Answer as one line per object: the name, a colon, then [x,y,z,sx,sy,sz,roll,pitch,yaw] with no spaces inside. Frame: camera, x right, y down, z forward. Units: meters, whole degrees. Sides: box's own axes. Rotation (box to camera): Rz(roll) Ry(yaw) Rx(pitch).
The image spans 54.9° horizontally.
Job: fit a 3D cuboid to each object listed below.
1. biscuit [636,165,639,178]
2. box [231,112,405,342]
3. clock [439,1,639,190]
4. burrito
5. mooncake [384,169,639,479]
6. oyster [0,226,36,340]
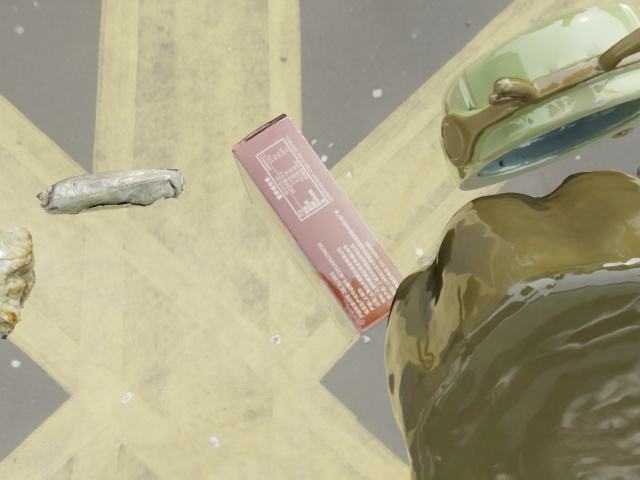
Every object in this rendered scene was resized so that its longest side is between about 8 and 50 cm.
biscuit: [0.222,-0.125,0.277,0.108,0.062,0.238,-13,121,-22]
box: [0.000,0.000,1.176,0.122,0.344,0.385,-34,80,-7]
clock: [0.227,-0.141,0.605,0.235,0.308,0.096,-20,83,13]
burrito: [-0.271,-0.063,0.800,0.188,0.045,0.058,-6,35,-10]
mooncake: [0.247,0.118,0.583,0.379,0.378,0.200,16,31,-10]
oyster: [-0.428,0.029,0.804,0.081,0.163,0.191,-20,121,10]
